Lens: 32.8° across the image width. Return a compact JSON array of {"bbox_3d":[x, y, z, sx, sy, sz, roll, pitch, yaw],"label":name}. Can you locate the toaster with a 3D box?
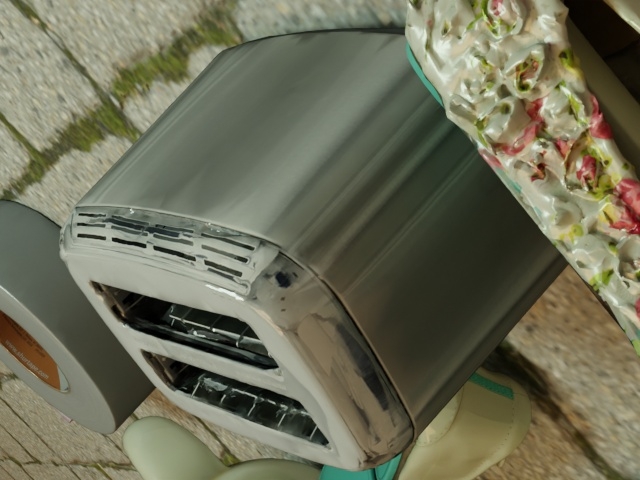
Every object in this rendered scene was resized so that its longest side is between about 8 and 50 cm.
[{"bbox_3d":[0.000,0.000,0.450,0.227,0.146,0.129,10,139,47],"label":"toaster"}]

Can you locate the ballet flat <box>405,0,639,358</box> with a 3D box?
[{"bbox_3d":[0.119,-0.005,0.330,0.241,0.091,0.077,49,133,3],"label":"ballet flat"}]

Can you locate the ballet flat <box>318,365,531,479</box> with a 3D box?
[{"bbox_3d":[0.059,0.135,0.648,0.086,0.086,0.248,38,150,9],"label":"ballet flat"}]

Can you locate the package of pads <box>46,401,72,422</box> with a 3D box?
[{"bbox_3d":[-0.271,0.144,1.132,0.083,0.050,0.032,42,148,2],"label":"package of pads"}]

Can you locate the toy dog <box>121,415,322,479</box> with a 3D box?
[{"bbox_3d":[-0.049,0.354,0.892,0.395,0.284,0.408,38,155,10],"label":"toy dog"}]

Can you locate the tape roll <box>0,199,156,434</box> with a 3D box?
[{"bbox_3d":[-0.237,0.069,0.954,0.219,0.072,0.219,33,151,21],"label":"tape roll"}]
